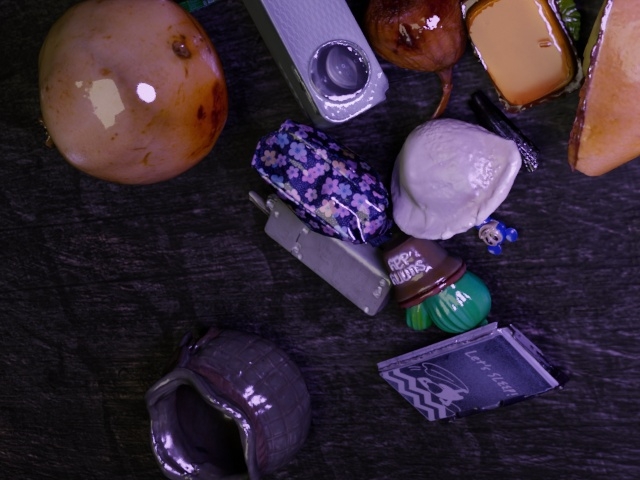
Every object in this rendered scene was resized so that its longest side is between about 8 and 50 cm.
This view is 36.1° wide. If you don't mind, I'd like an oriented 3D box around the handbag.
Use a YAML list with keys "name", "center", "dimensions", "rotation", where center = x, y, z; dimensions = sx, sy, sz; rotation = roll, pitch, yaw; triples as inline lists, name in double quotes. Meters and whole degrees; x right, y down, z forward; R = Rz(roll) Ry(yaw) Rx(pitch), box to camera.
- name: "handbag"
  center: [0.014, -0.076, 1.431]
  dimensions: [0.228, 0.208, 0.127]
  rotation: [36, 94, 6]

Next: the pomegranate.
- name: "pomegranate"
  center: [-0.301, -0.225, 1.518]
  dimensions: [0.319, 0.319, 0.319]
  rotation: [17, 122, 28]

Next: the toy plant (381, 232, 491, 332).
- name: "toy plant"
  center: [0.172, 0.080, 1.461]
  dimensions: [0.143, 0.105, 0.200]
  rotation: [-31, 99, 33]

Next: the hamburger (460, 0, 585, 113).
- name: "hamburger"
  center: [0.261, -0.250, 1.227]
  dimensions: [0.137, 0.087, 0.166]
  rotation: [-19, 105, 26]

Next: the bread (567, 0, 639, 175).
- name: "bread"
  center: [0.373, -0.197, 1.104]
  dimensions: [0.162, 0.204, 0.262]
  rotation: [21, 128, 29]

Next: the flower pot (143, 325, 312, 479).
- name: "flower pot"
  center: [-0.176, 0.302, 1.758]
  dimensions: [0.302, 0.213, 0.302]
  rotation: [16, 122, 27]

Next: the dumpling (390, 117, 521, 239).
- name: "dumpling"
  center: [0.173, -0.080, 1.341]
  dimensions: [0.216, 0.126, 0.166]
  rotation: [9, 83, 26]

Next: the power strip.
- name: "power strip"
  center: [0.000, 0.000, 1.576]
  dimensions: [0.288, 0.053, 0.093]
  rotation: [39, 132, 13]

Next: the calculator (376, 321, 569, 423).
- name: "calculator"
  center: [0.225, 0.207, 1.504]
  dimensions: [0.274, 0.028, 0.166]
  rotation: [-25, 121, 42]

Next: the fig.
- name: "fig"
  center: [0.152, -0.256, 1.304]
  dimensions: [0.201, 0.134, 0.146]
  rotation: [54, 167, -30]

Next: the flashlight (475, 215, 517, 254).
- name: "flashlight"
  center: [0.225, -0.034, 1.407]
  dimensions: [0.121, 0.035, 0.057]
  rotation: [48, 132, 5]

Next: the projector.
- name: "projector"
  center: [-0.012, -0.280, 1.335]
  dimensions: [0.108, 0.198, 0.250]
  rotation: [-28, 96, -3]

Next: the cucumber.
- name: "cucumber"
  center: [0.247, -0.147, 1.332]
  dimensions: [0.135, 0.034, 0.033]
  rotation: [45, 136, 8]

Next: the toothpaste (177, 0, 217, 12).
- name: "toothpaste"
  center: [-0.193, -0.373, 1.539]
  dimensions: [0.083, 0.017, 0.020]
  rotation: [-9, 111, 39]
